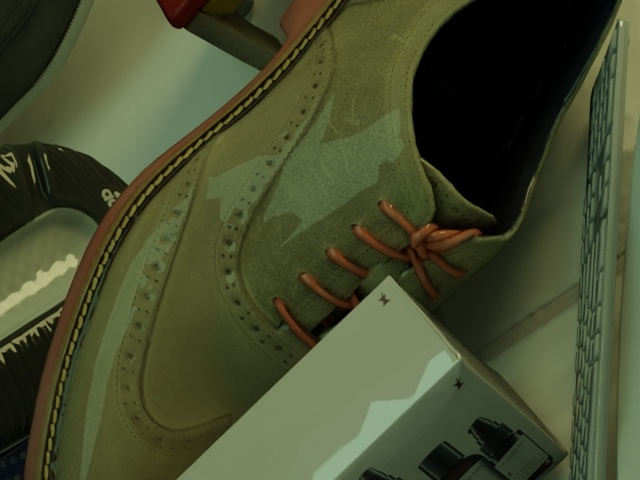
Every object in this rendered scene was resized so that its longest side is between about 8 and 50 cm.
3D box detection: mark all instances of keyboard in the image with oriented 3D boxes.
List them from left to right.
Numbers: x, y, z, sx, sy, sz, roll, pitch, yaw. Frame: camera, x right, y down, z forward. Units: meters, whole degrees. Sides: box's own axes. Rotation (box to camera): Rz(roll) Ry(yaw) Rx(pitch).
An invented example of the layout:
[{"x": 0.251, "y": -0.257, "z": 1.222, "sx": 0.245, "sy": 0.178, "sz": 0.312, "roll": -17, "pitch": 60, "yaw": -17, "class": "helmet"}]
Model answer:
[{"x": 0.106, "y": 0.042, "z": 0.767, "sx": 0.014, "sy": 0.072, "sz": 0.256, "roll": 4, "pitch": 68, "yaw": 6, "class": "keyboard"}]

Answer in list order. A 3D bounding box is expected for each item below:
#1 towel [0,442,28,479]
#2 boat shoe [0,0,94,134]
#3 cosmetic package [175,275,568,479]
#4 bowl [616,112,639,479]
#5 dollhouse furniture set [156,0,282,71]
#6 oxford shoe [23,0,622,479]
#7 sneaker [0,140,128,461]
[{"x": -0.058, "y": 0.179, "z": 0.889, "sx": 0.243, "sy": 0.040, "sz": 0.336, "roll": -37, "pitch": 47, "yaw": 27, "class": "towel"}, {"x": -0.215, "y": -0.112, "z": 1.121, "sx": 0.335, "sy": 0.095, "sz": 0.112, "roll": -54, "pitch": 37, "yaw": 29, "class": "boat shoe"}, {"x": -0.022, "y": 0.132, "z": 0.782, "sx": 0.239, "sy": 0.099, "sz": 0.060, "roll": -44, "pitch": 45, "yaw": 5, "class": "cosmetic package"}, {"x": 0.180, "y": -0.011, "z": 0.611, "sx": 0.298, "sy": 0.134, "sz": 0.298, "roll": 5, "pitch": -90, "yaw": -90, "class": "bowl"}, {"x": 0.007, "y": -0.297, "z": 0.978, "sx": 0.374, "sy": 0.152, "sz": 0.201, "roll": -48, "pitch": 42, "yaw": 18, "class": "dollhouse furniture set"}, {"x": 0.000, "y": 0.000, "z": 0.815, "sx": 0.130, "sy": 0.123, "sz": 0.348, "roll": 19, "pitch": 76, "yaw": 58, "class": "oxford shoe"}, {"x": -0.284, "y": 0.131, "z": 0.925, "sx": 0.169, "sy": 0.447, "sz": 0.257, "roll": 56, "pitch": 145, "yaw": 6, "class": "sneaker"}]
